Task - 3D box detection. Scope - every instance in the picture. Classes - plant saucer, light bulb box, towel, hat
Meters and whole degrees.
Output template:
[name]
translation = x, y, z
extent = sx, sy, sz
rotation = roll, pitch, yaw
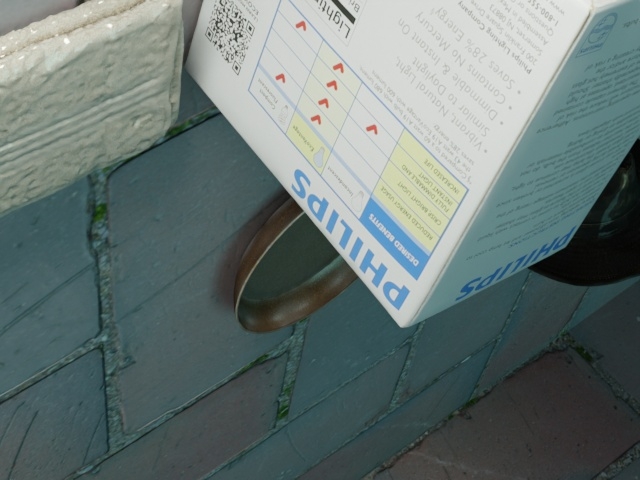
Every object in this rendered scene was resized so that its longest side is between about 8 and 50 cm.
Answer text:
[plant saucer]
translation = 0.000, 0.000, 1.630
extent = 0.310, 0.050, 0.310
rotation = -34, 156, -17
[light bulb box]
translation = 0.100, -0.190, 1.043
extent = 0.225, 0.358, 0.361
rotation = -22, 152, -35
[towel]
translation = -0.240, -0.110, 1.043
extent = 0.282, 0.049, 0.187
rotation = -29, 153, -27
[hat]
translation = 0.356, -0.103, 1.683
extent = 0.331, 0.331, 0.134
rotation = -31, 145, -26
